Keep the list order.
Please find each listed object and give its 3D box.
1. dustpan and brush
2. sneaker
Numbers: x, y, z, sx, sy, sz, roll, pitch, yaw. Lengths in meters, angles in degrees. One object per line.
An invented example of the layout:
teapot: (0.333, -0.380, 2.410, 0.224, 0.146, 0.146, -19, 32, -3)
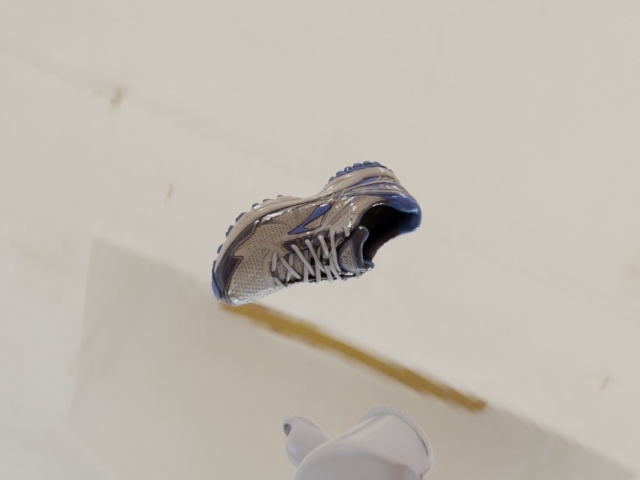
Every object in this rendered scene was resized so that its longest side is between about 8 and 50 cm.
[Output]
dustpan and brush: (0.018, 0.122, 0.858, 0.060, 0.211, 0.147, -18, -67, -27)
sneaker: (0.000, 0.000, 1.115, 0.135, 0.052, 0.058, -31, -139, -22)
